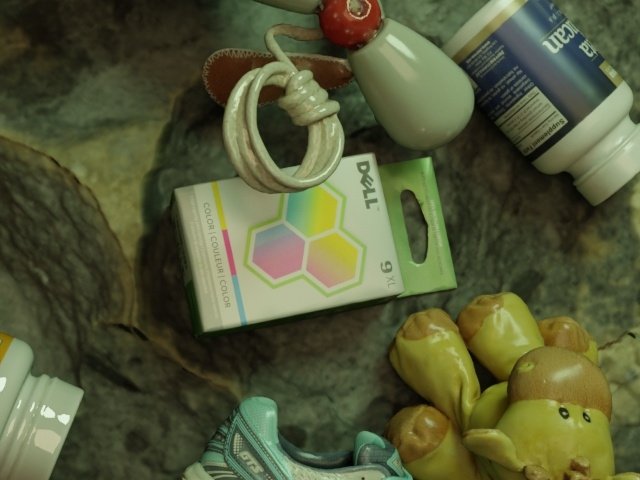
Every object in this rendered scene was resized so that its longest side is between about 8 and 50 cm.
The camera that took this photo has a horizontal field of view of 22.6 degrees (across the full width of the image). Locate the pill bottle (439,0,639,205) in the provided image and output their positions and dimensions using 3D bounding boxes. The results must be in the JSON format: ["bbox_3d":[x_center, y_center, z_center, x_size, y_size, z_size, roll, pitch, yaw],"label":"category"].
[{"bbox_3d":[0.177,-0.111,1.222,0.094,0.094,0.169,-43,91,-12],"label":"pill bottle"}]

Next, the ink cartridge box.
[{"bbox_3d":[0.000,0.000,1.193,0.209,0.062,0.109,-10,83,-11],"label":"ink cartridge box"}]

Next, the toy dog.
[{"bbox_3d":[-0.047,-0.190,1.182,0.220,0.161,0.333,-26,92,-26],"label":"toy dog"}]

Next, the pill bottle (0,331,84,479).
[{"bbox_3d":[-0.278,0.103,1.105,0.215,0.117,0.117,22,79,-6],"label":"pill bottle"}]

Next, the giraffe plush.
[{"bbox_3d":[0.148,0.136,1.142,0.181,0.170,0.210,-12,84,-11],"label":"giraffe plush"}]

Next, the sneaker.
[{"bbox_3d":[0.040,0.207,1.139,0.283,0.110,0.122,28,87,-5],"label":"sneaker"}]
